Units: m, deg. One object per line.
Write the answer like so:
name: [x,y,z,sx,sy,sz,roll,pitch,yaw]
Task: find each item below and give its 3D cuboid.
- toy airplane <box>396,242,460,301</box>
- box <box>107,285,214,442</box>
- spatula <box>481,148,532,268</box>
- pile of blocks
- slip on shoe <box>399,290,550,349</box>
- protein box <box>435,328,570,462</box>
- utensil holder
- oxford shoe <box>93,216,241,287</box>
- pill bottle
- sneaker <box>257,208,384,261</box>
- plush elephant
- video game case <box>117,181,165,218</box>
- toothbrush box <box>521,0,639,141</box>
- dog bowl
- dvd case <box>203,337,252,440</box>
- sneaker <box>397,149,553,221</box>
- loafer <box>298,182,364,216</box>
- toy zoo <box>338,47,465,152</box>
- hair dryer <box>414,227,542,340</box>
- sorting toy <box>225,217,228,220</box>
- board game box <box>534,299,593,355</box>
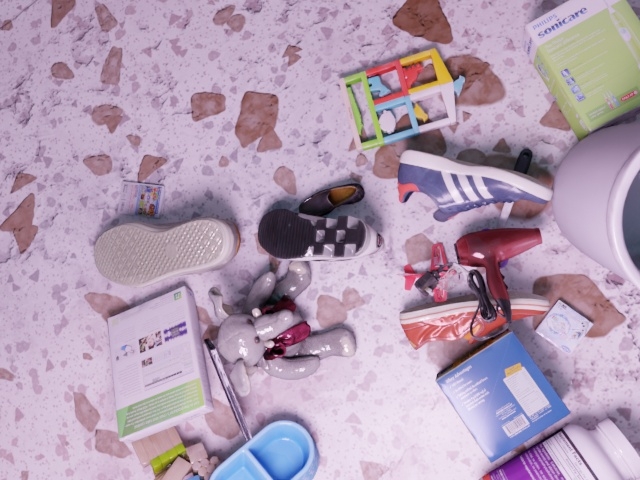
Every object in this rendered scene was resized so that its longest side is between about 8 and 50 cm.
toy airplane: [0.254,0.082,1.467,0.151,0.028,0.151,-6,62,12]
box: [-0.395,0.297,1.526,0.232,0.058,0.322,-22,58,9]
spatula: [0.433,-0.075,1.451,0.084,0.030,0.297,20,88,17]
pile of blocks: [-0.298,0.571,1.494,0.362,0.113,0.149,27,51,18]
slip on shoe: [0.345,0.177,1.406,0.331,0.123,0.102,-13,91,16]
protein box: [0.389,0.330,1.365,0.199,0.136,0.201,-35,78,7]
utensil holder: [0.647,-0.072,1.187,0.327,0.385,0.328,1,101,4]
oxford shoe: [-0.385,0.026,1.578,0.448,0.130,0.169,-8,88,26]
pill bottle: [0.497,0.508,1.301,0.322,0.181,0.182,-34,78,6]
sneaker: [0.000,0.000,1.496,0.330,0.146,0.123,9,86,35]
plush elephant: [-0.126,0.207,1.428,0.329,0.255,0.272,-27,79,8]
video game case: [-0.475,-0.107,1.661,0.121,0.011,0.087,7,85,13]
toothbrush box: [0.614,-0.397,1.398,0.206,0.122,0.283,-29,80,9]
dog bowl: [-0.132,0.526,1.416,0.297,0.074,0.166,-35,64,-26]
dvd case: [-0.218,0.341,1.460,0.018,0.164,0.222,-22,95,-15]
sneaker: [0.339,-0.103,1.427,0.349,0.131,0.148,16,101,25]
loafer: [0.022,-0.102,1.527,0.169,0.061,0.062,-22,81,10]
toy zoo: [0.207,-0.347,1.528,0.293,0.030,0.193,-16,81,10]
hair dryer: [0.373,0.072,1.362,0.293,0.080,0.223,-45,56,-12]
sorting toy: [-0.250,-0.013,1.602,0.062,0.012,0.083,38,96,18]
board game box: [0.545,0.196,1.405,0.090,0.020,0.090,37,92,13]
